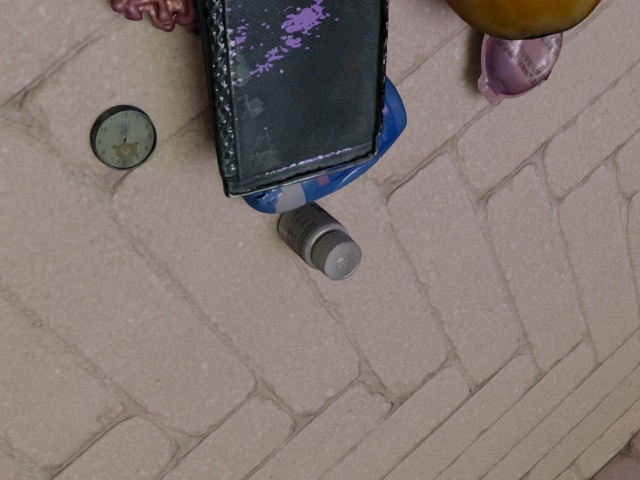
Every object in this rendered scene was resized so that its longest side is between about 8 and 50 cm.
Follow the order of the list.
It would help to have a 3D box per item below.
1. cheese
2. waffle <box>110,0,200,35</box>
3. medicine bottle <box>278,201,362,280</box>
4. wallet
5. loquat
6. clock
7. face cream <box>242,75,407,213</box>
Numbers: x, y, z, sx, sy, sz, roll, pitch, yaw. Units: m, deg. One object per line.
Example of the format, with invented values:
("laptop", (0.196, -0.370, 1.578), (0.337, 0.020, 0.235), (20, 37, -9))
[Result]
("cheese", (0.346, -0.346, 1.187), (0.189, 0.074, 0.286), (30, 95, -44))
("waffle", (-0.161, -0.346, 0.809), (0.221, 0.055, 0.234), (24, 111, -40))
("medicine bottle", (0.000, 0.000, 1.118), (0.080, 0.130, 0.080), (-19, 127, -27))
("wallet", (-0.028, -0.233, 0.899), (0.237, 0.075, 0.342), (-17, 128, -20))
("loquat", (0.273, -0.402, 0.992), (0.263, 0.263, 0.263), (-18, 127, -26))
("clock", (-0.246, -0.128, 0.935), (0.085, 0.017, 0.085), (-18, 127, -26))
("face cream", (-0.001, -0.132, 1.063), (0.264, 0.083, 0.149), (-35, 125, -13))
